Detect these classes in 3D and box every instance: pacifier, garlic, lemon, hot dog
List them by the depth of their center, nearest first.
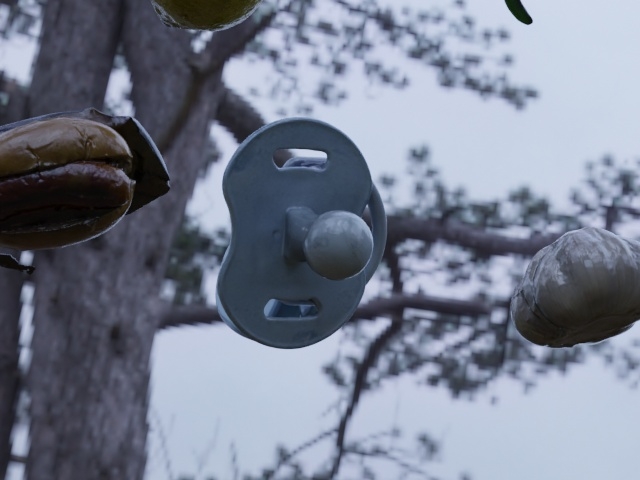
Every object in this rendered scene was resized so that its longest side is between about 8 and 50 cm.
[{"bbox_3d":[0.000,0.000,1.794,0.238,0.287,0.226,4,7,-24],"label":"pacifier"},{"bbox_3d":[-0.348,-0.047,1.804,0.326,0.194,0.107,-27,21,-4],"label":"hot dog"},{"bbox_3d":[-0.140,-0.360,1.871,0.180,0.193,0.180,0,19,0],"label":"lemon"},{"bbox_3d":[0.385,0.068,2.166,0.228,0.152,0.228,-15,-20,-6],"label":"garlic"}]

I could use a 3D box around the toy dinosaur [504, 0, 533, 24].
[{"bbox_3d":[0.375,-0.485,1.758,0.374,0.144,0.500,-3,-45,15],"label":"toy dinosaur"}]

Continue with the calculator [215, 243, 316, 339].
[{"bbox_3d":[-0.071,0.052,2.120,0.042,0.188,0.302,22,-6,-26],"label":"calculator"}]
